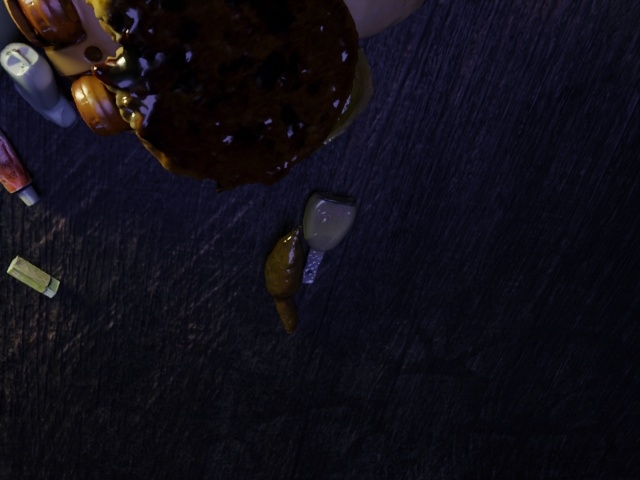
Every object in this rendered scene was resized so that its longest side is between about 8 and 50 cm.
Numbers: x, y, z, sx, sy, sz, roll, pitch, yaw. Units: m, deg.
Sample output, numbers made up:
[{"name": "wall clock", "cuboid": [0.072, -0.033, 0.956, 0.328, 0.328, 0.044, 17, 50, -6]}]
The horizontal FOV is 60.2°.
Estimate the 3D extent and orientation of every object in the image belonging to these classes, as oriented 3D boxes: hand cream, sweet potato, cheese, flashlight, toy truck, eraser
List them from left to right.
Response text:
[{"name": "hand cream", "cuboid": [-0.497, -0.145, 0.833, 0.052, 0.038, 0.216, -40, 122, -22]}, {"name": "eraser", "cuboid": [-0.492, 0.063, 0.951, 0.019, 0.038, 0.083, -42, 120, 9]}, {"name": "flashlight", "cuboid": [-0.374, -0.208, 0.735, 0.093, 0.200, 0.047, 41, 76, -11]}, {"name": "toy truck", "cuboid": [-0.242, -0.269, 0.718, 0.204, 0.211, 0.288, -23, 126, -1]}, {"name": "sweet potato", "cuboid": [-0.070, 0.080, 1.050, 0.075, 0.074, 0.269, -5, 129, -12]}, {"name": "cheese", "cuboid": [0.000, 0.000, 1.038, 0.097, 0.037, 0.192, 11, 116, -19]}]

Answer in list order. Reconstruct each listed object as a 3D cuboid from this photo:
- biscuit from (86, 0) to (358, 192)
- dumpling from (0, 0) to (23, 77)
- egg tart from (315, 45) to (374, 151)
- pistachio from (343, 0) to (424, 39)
[{"name": "biscuit", "cuboid": [-0.101, -0.210, 0.633, 0.289, 0.081, 0.334, -45, 135, -4]}, {"name": "dumpling", "cuboid": [-0.496, -0.291, 0.642, 0.321, 0.212, 0.270, -42, 119, 1]}, {"name": "egg tart", "cuboid": [-0.031, -0.231, 0.865, 0.253, 0.098, 0.231, -5, 118, -7]}, {"name": "pistachio", "cuboid": [0.002, -0.363, 0.735, 0.299, 0.187, 0.187, -15, 123, -14]}]
